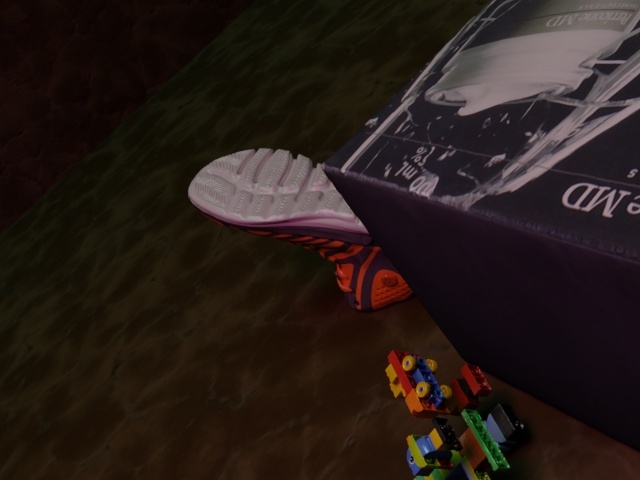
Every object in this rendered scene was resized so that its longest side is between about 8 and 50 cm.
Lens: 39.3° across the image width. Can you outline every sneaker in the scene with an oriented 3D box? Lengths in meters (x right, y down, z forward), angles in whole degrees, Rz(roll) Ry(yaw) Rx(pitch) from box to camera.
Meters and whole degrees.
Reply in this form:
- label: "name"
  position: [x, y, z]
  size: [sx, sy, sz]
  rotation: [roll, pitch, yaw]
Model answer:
- label: "sneaker"
  position: [0.000, 0.000, 1.068]
  size: [0.321, 0.180, 0.125]
  rotation: [11, 51, 22]

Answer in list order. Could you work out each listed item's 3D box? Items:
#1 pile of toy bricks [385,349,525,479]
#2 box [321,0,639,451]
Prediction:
- label: "pile of toy bricks"
  position: [0.113, 0.203, 0.770]
  size: [0.105, 0.118, 0.212]
  rotation: [-56, 37, 27]
- label: "box"
  position: [0.342, -0.081, 0.708]
  size: [0.472, 0.297, 0.480]
  rotation: [-47, 29, -12]
